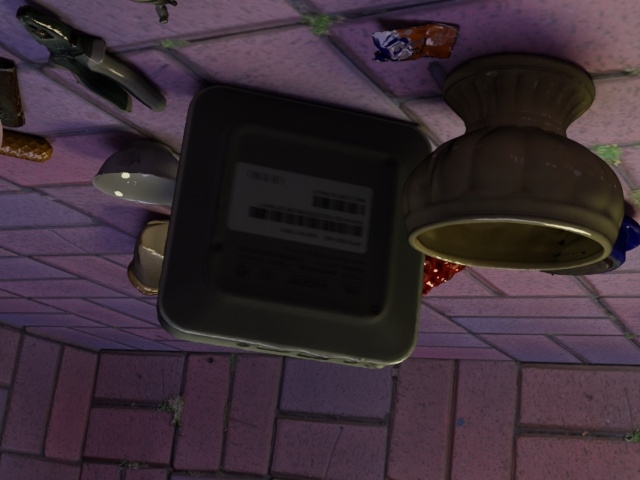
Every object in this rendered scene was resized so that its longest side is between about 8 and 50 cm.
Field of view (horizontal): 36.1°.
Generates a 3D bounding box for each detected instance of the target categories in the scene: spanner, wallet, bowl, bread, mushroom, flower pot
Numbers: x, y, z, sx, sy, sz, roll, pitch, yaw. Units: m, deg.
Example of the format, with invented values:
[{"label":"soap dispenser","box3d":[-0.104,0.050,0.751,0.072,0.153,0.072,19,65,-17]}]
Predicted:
[{"label":"spanner","box3d":[-0.336,-0.258,1.431,0.095,0.040,0.325,0,165,20]},{"label":"wallet","box3d":[-0.547,-0.242,1.591,0.121,0.031,0.232,10,164,-10]},{"label":"bowl","box3d":[-0.318,-0.131,1.796,0.189,0.086,0.189,5,166,1]},{"label":"bread","box3d":[-0.573,-0.177,1.814,0.157,0.044,0.052,12,170,-15]},{"label":"mushroom","box3d":[-0.376,0.042,2.361,0.154,0.138,0.407,-2,170,-15]},{"label":"flower pot","box3d":[0.269,-0.102,1.361,0.307,0.244,0.307,7,167,2]}]

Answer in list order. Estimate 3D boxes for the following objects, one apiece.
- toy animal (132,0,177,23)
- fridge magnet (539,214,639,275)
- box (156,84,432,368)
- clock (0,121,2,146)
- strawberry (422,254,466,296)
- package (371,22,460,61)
[{"label":"toy animal","box3d":[-0.197,-0.318,1.103,0.176,0.074,0.217,12,160,-39]},{"label":"fridge magnet","box3d":[0.477,-0.003,1.873,0.265,0.113,0.265,4,163,1]},{"label":"box","box3d":[-0.034,-0.018,1.503,0.395,0.397,0.111,9,163,-12]},{"label":"clock","box3d":[-0.606,-0.190,1.480,0.080,0.290,0.275,15,-148,18]},{"label":"strawberry","box3d":[0.135,0.005,1.961,0.336,0.149,0.265,-10,-151,-19]},{"label":"package","box3d":[0.120,-0.254,1.270,0.110,0.033,0.077,-6,141,-3]}]
